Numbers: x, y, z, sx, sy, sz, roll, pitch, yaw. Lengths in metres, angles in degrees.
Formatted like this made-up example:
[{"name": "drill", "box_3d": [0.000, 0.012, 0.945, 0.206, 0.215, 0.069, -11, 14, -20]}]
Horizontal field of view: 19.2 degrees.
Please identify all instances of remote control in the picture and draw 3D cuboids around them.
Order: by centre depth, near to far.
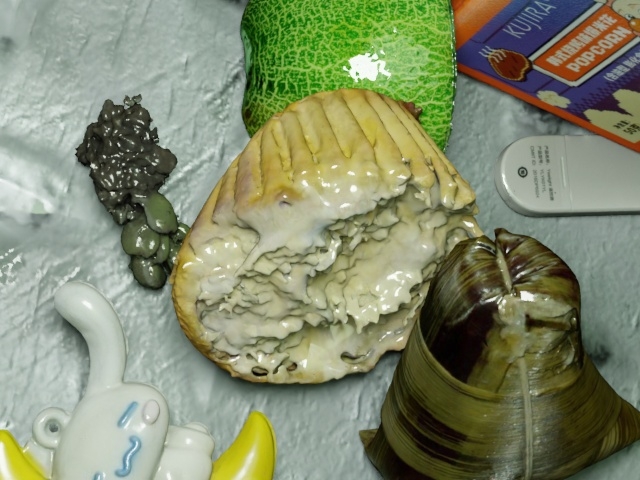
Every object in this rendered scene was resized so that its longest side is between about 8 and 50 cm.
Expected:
[{"name": "remote control", "box_3d": [0.279, -0.063, 1.782, 0.245, 0.022, 0.077, -2, 79, -18]}]

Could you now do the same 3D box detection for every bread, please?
[{"name": "bread", "box_3d": [0.000, 0.000, 1.572, 0.274, 0.274, 0.149, -7, 50, -19]}]

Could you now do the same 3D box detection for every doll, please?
[{"name": "doll", "box_3d": [-0.159, 0.191, 1.548, 0.237, 0.111, 0.252, 28, 82, -11]}]

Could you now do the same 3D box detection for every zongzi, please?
[{"name": "zongzi", "box_3d": [0.205, 0.105, 1.615, 0.288, 0.286, 0.134, -4, 47, -24]}]

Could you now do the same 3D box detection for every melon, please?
[{"name": "melon", "box_3d": [0.022, -0.159, 1.660, 0.169, 0.129, 0.265, -1, 82, -15]}]

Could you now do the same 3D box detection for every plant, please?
[{"name": "plant", "box_3d": [-0.153, -0.036, 1.608, 0.085, 0.087, 0.174, -20, 91, 15]}]

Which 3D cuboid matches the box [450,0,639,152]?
[{"name": "box", "box_3d": [0.289, -0.300, 1.645, 0.257, 0.349, 0.318, 25, 73, -10]}]
